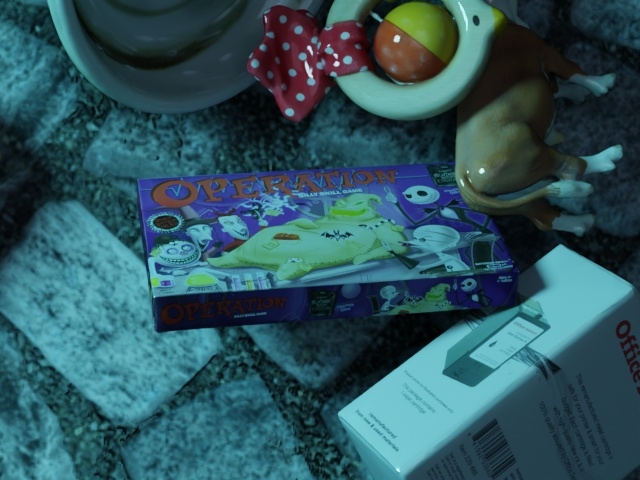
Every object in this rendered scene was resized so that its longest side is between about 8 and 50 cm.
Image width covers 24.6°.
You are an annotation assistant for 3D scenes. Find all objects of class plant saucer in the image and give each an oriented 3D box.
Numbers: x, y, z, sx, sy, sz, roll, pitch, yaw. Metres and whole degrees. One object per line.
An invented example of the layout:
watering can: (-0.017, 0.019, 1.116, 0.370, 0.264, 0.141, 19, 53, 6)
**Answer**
plant saucer: (-0.125, -0.323, 1.410, 0.100, 0.400, 0.400, 30, 76, 33)

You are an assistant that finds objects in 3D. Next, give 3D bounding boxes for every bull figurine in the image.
bull figurine: (0.206, -0.147, 1.503, 0.188, 0.101, 0.310, 15, 58, -14)

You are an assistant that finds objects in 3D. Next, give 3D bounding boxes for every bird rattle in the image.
bird rattle: (0.063, -0.207, 1.434, 0.207, 0.143, 0.253, 37, 79, 14)

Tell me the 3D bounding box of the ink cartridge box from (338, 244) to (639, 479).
ink cartridge box: (0.193, 0.177, 1.433, 0.289, 0.121, 0.211, -36, 126, -12)

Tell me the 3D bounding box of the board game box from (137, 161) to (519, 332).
board game box: (0.000, 0.000, 1.440, 0.347, 0.208, 0.056, -4, 120, -10)
